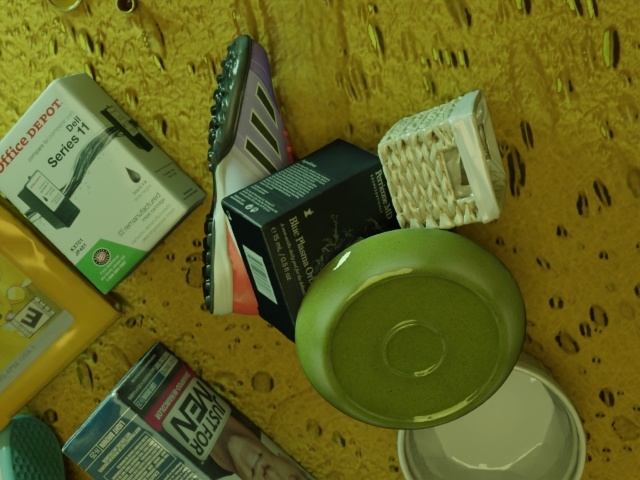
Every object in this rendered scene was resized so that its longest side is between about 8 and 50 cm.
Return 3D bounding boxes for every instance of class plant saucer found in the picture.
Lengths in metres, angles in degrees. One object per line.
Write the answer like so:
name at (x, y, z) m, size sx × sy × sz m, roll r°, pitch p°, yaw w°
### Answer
plant saucer at (0.095, 0.104, 0.927) m, size 0.240 × 0.037 × 0.241 m, roll -1°, pitch 116°, yaw -2°

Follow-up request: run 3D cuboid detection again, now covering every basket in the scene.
basket at (0.130, -0.082, 0.952) m, size 0.103 × 0.167 × 0.113 m, roll -14°, pitch 103°, yaw 17°

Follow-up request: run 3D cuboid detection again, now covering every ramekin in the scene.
ramekin at (0.195, 0.217, 1.050) m, size 0.207 × 0.109 × 0.207 m, roll 2°, pitch 105°, yaw 9°

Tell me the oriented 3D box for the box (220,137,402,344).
box at (0.000, 0.000, 0.974) m, size 0.158 × 0.093 × 0.156 m, roll -30°, pitch 123°, yaw -21°

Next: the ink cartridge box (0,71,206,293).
ink cartridge box at (-0.262, -0.068, 1.054) m, size 0.208 × 0.087 × 0.153 m, roll 45°, pitch 106°, yaw -4°

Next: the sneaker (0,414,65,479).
sneaker at (-0.416, 0.400, 1.133) m, size 0.208 × 0.319 × 0.127 m, roll -27°, pitch 143°, yaw 21°

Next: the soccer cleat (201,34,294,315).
soccer cleat at (-0.069, -0.068, 1.028) m, size 0.116 × 0.108 × 0.319 m, roll 2°, pitch 105°, yaw -12°

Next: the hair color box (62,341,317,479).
hair color box at (-0.118, 0.292, 1.083) m, size 0.347 × 0.174 × 0.105 m, roll 42°, pitch 105°, yaw -4°

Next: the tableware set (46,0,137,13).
tableware set at (-0.273, -0.303, 1.026) m, size 0.154 × 0.024 × 0.104 m, roll 26°, pitch 107°, yaw 1°

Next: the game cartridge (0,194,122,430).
game cartridge at (-0.448, 0.100, 1.072) m, size 0.323 × 0.053 × 0.285 m, roll -44°, pitch 110°, yaw 0°
